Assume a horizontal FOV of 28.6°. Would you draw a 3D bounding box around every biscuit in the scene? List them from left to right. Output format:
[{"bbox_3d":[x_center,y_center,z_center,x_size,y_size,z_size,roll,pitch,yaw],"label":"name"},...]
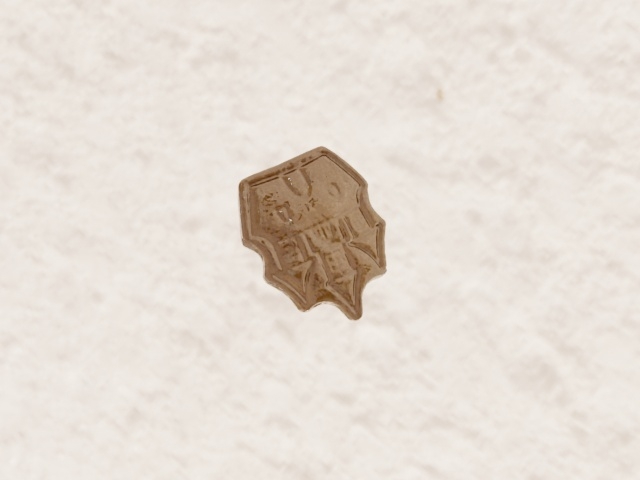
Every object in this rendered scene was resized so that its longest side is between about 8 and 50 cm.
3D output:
[{"bbox_3d":[0.001,-0.001,1.531,0.215,0.182,0.034,63,156,5],"label":"biscuit"}]
